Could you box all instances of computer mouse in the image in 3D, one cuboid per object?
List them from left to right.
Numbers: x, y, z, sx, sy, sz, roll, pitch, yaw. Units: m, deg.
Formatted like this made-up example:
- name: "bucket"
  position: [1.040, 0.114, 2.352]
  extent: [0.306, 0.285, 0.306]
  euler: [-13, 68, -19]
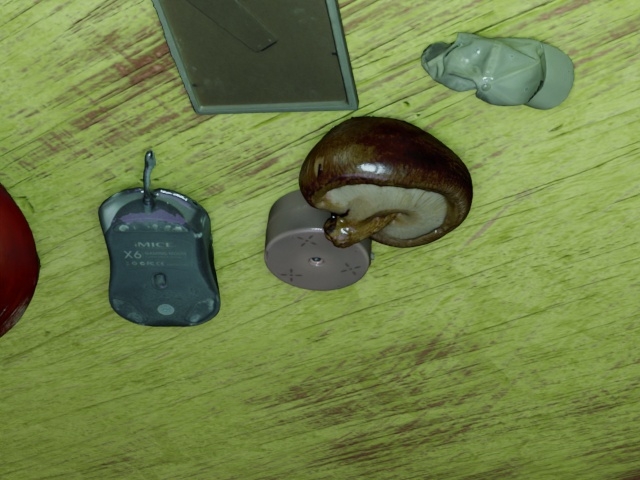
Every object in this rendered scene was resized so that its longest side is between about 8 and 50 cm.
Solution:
- name: "computer mouse"
  position: [-0.224, -0.006, 1.625]
  extent: [0.167, 0.090, 0.379]
  euler: [2, 139, -2]

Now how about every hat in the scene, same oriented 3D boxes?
- name: "hat"
  position: [0.208, -0.181, 1.313]
  extent: [0.166, 0.081, 0.122]
  euler: [21, 146, -36]

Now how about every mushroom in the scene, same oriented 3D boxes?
- name: "mushroom"
  position: [0.085, -0.078, 1.438]
  extent: [0.194, 0.138, 0.231]
  euler: [-27, 146, 20]

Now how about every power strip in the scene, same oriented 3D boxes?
- name: "power strip"
  position: [0.000, 0.000, 1.596]
  extent: [0.154, 0.078, 0.154]
  euler: [3, 143, 2]

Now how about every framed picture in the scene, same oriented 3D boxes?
- name: "framed picture"
  position: [-0.080, -0.246, 1.310]
  extent: [0.211, 0.020, 0.289]
  euler: [-1, 145, 11]

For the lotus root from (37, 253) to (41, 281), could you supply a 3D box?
- name: "lotus root"
  position: [-0.495, 0.046, 1.755]
  extent: [0.122, 0.081, 0.112]
  euler: [-1, 137, 11]

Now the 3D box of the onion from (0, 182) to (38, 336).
- name: "onion"
  position: [-0.557, 0.035, 1.555]
  extent: [0.341, 0.341, 0.341]
  euler: [5, 145, 3]
